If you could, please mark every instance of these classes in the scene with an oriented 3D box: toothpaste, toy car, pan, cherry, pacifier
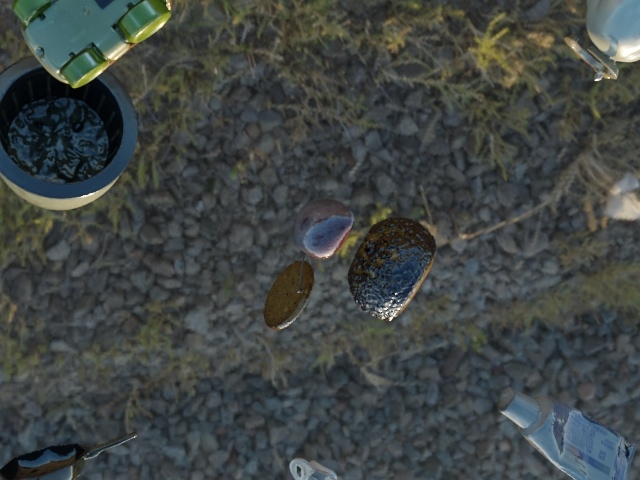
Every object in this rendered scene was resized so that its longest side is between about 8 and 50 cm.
[{"bbox_3d":[0.400,0.317,1.376,0.282,0.068,0.099,33,93,-19],"label":"toothpaste"},{"bbox_3d":[-0.317,-0.337,1.269,0.235,0.235,0.145,-35,97,17],"label":"toy car"},{"bbox_3d":[-0.393,0.356,1.322,0.201,0.128,0.048,-10,101,14],"label":"pan"},{"bbox_3d":[0.007,-0.001,1.777,0.148,0.188,0.115,-6,149,24],"label":"cherry"},{"bbox_3d":[-0.014,0.381,1.307,0.099,0.078,0.082,21,132,24],"label":"pacifier"}]

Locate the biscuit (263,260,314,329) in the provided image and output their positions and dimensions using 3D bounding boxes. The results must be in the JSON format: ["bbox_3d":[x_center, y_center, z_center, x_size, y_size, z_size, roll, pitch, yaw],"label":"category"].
[{"bbox_3d":[-0.076,0.135,2.099,0.027,0.188,0.188,32,118,-27],"label":"biscuit"}]

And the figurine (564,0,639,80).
[{"bbox_3d":[0.313,-0.238,0.858,0.132,0.132,0.154,29,103,-34],"label":"figurine"}]

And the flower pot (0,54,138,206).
[{"bbox_3d":[-0.545,-0.194,1.784,0.293,0.294,0.330,3,168,-18],"label":"flower pot"}]

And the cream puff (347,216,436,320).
[{"bbox_3d":[0.157,0.058,1.931,0.164,0.239,0.239,30,125,5],"label":"cream puff"}]
